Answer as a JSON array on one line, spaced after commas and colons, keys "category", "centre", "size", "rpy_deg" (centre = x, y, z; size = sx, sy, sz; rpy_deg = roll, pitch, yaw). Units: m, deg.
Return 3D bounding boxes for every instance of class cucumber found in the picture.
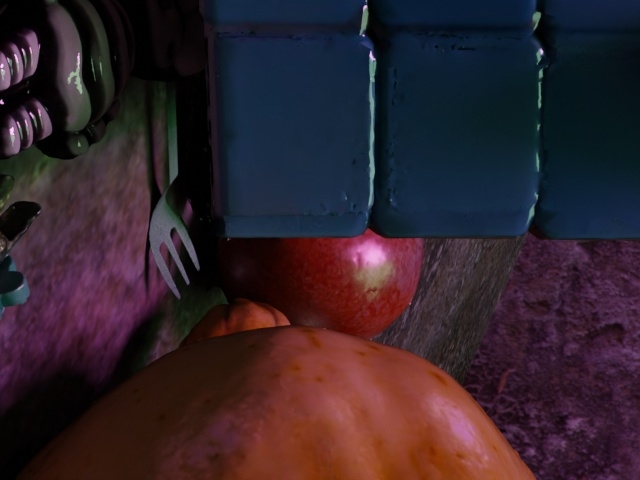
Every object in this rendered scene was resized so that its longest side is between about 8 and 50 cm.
[{"category": "cucumber", "centre": [-0.059, -0.074, 0.900], "size": [0.053, 0.053, 0.181], "rpy_deg": [-53, 157, -47]}]

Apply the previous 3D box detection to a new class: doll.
[{"category": "doll", "centre": [-0.100, -0.102, 0.696], "size": [0.219, 0.067, 0.091], "rpy_deg": [-50, 139, -56]}]

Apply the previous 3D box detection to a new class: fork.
[{"category": "fork", "centre": [-0.093, -0.052, 0.882], "size": [0.235, 0.021, 0.039], "rpy_deg": [91, 20, -49]}]

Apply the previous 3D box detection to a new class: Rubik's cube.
[{"category": "Rubik's cube", "centre": [0.061, -0.135, 0.711], "size": [0.221, 0.224, 0.231], "rpy_deg": [-87, 177, -73]}]

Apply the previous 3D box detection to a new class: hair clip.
[{"category": "hair clip", "centre": [-0.174, 0.043, 0.665], "size": [0.049, 0.049, 0.173], "rpy_deg": [91, 23, -53]}]

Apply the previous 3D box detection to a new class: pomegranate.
[{"category": "pomegranate", "centre": [-0.031, 0.213, 0.864], "size": [0.410, 0.410, 0.410], "rpy_deg": [21, 90, -75]}]

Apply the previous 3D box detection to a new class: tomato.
[{"category": "tomato", "centre": [0.000, 0.000, 1.030], "size": [0.167, 0.167, 0.167], "rpy_deg": [21, 90, -75]}]
